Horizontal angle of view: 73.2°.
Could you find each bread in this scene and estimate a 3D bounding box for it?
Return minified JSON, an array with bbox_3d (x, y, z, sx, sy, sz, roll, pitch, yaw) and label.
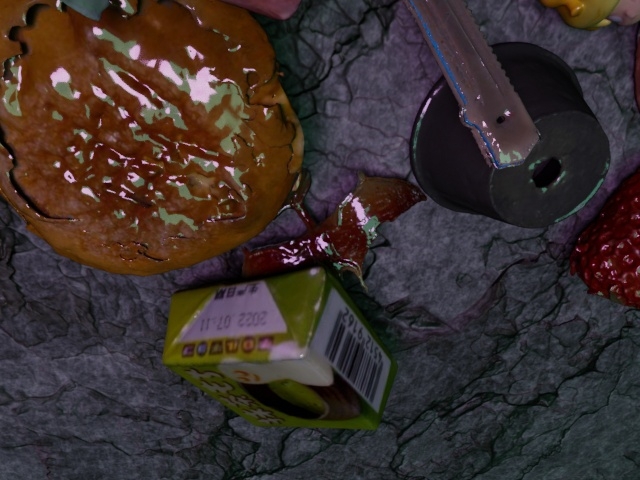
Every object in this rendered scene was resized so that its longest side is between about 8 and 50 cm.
[{"bbox_3d":[-0.205,-0.139,0.513,0.357,0.204,0.337,-17,124,8],"label":"bread"}]

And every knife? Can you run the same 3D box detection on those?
[{"bbox_3d":[0.135,-0.243,0.494,0.089,0.043,0.365,-30,89,15],"label":"knife"}]

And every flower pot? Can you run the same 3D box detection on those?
[{"bbox_3d":[0.273,-0.123,0.599,0.268,0.166,0.269,-2,120,-3],"label":"flower pot"}]

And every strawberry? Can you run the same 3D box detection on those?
[{"bbox_3d":[0.540,-0.014,0.706,0.205,0.205,0.245,5,99,-9],"label":"strawberry"}]

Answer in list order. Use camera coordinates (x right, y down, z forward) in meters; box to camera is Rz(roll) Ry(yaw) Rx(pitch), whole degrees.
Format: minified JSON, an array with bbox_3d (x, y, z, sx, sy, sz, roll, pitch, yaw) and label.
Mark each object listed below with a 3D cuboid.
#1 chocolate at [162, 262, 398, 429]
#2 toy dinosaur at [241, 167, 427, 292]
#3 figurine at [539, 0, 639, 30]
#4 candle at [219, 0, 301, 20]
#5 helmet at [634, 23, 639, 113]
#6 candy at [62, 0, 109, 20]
[{"bbox_3d":[-0.061,0.191,0.694,0.288,0.137,0.301,-11,134,27],"label":"chocolate"},{"bbox_3d":[0.000,0.010,0.700,0.206,0.113,0.327,34,103,4],"label":"toy dinosaur"},{"bbox_3d":[0.371,-0.297,0.500,0.246,0.156,0.131,32,83,10],"label":"figurine"},{"bbox_3d":[-0.031,-0.304,0.304,0.131,0.317,0.288,7,83,-25],"label":"candle"},{"bbox_3d":[0.616,-0.262,0.517,0.337,0.230,0.385,-27,122,11],"label":"helmet"},{"bbox_3d":[-0.315,-0.374,0.330,0.397,0.172,0.263,29,98,17],"label":"candy"}]
